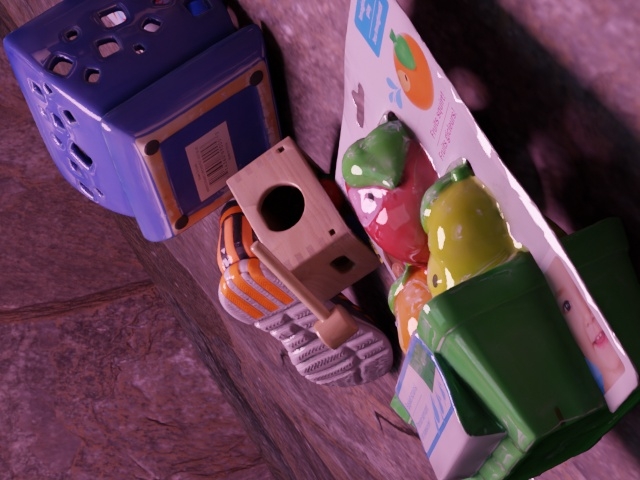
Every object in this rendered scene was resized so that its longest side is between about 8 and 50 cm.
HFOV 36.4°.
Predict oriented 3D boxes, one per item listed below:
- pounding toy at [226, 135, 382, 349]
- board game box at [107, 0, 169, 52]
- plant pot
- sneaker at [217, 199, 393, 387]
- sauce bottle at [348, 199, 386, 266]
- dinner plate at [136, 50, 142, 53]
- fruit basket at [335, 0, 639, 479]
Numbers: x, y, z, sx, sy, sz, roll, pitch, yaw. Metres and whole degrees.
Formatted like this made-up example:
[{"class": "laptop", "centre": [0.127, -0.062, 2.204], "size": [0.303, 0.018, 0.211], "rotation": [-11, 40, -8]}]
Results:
[{"class": "pounding toy", "centre": [0.000, 0.002, 0.976], "size": [0.206, 0.094, 0.181], "rotation": [59, -172, 24]}, {"class": "board game box", "centre": [-0.287, -0.422, 1.203], "size": [0.318, 0.066, 0.318], "rotation": [47, 160, 33]}, {"class": "plant pot", "centre": [-0.177, -0.152, 1.100], "size": [0.212, 0.236, 0.236], "rotation": [41, 157, 30]}, {"class": "sneaker", "centre": [-0.013, 0.049, 1.198], "size": [0.321, 0.125, 0.180], "rotation": [48, -155, -45]}, {"class": "sauce bottle", "centre": [0.072, 0.003, 0.976], "size": [0.128, 0.042, 0.042], "rotation": [62, 163, -6]}, {"class": "dinner plate", "centre": [-0.208, -0.232, 1.311], "size": [0.141, 0.017, 0.141], "rotation": [41, -169, -10]}, {"class": "fruit basket", "centre": [0.089, 0.015, 0.750], "size": [0.353, 0.165, 0.327], "rotation": [55, 163, 21]}]
